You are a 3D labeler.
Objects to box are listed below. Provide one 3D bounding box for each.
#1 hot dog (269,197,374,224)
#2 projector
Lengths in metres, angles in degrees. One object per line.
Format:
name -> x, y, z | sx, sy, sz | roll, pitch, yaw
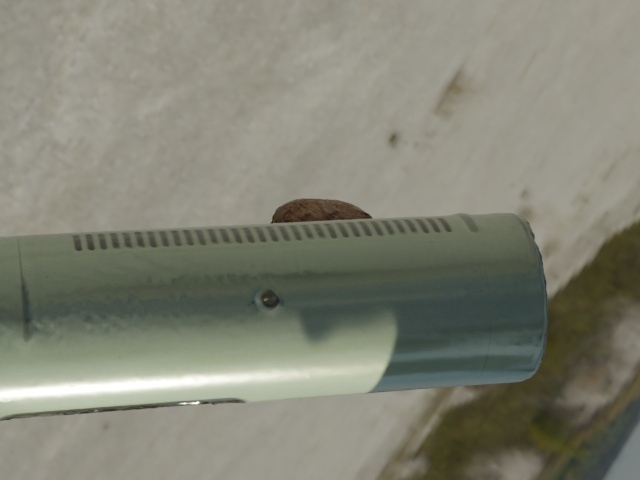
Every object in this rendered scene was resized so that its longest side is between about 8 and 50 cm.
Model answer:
hot dog -> 0.000, 0.000, 1.078 | 0.035, 0.083, 0.058 | -147, -116, -72
projector -> -0.040, 0.041, 0.886 | 0.108, 0.337, 0.108 | 177, -90, -77
